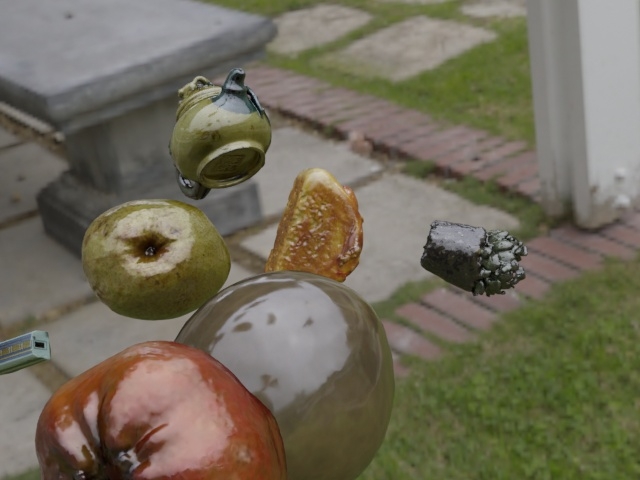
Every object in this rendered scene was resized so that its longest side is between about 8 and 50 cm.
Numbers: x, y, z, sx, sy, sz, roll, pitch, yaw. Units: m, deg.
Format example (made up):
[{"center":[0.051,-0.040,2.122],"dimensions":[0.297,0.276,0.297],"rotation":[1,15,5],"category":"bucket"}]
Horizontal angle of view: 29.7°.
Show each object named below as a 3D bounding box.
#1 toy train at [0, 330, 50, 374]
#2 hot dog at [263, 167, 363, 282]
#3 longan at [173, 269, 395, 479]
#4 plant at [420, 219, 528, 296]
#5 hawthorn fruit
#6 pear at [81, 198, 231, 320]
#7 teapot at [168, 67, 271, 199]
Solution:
[{"center":[-0.585,0.216,2.149],"dimensions":[0.252,0.055,0.048],"rotation":[-20,-16,30],"category":"toy train"},{"center":[0.000,0.000,2.256],"dimensions":[0.153,0.256,0.150],"rotation":[18,4,-15],"category":"hot dog"},{"center":[-0.044,0.177,1.454],"dimensions":[0.297,0.297,0.297],"rotation":[-8,26,4],"category":"longan"},{"center":[0.209,0.024,1.642],"dimensions":[0.143,0.092,0.094],"rotation":[15,27,3],"category":"plant"},{"center":[-0.130,0.207,1.074],"dimensions":[0.224,0.224,0.261],"rotation":[2,-10,23],"category":"hawthorn fruit"},{"center":[-0.254,0.030,1.867],"dimensions":[0.229,0.188,0.211],"rotation":[-2,-1,-2],"category":"pear"},{"center":[-0.187,-0.186,2.060],"dimensions":[0.173,0.269,0.182],"rotation":[-5,59,-37],"category":"teapot"}]
